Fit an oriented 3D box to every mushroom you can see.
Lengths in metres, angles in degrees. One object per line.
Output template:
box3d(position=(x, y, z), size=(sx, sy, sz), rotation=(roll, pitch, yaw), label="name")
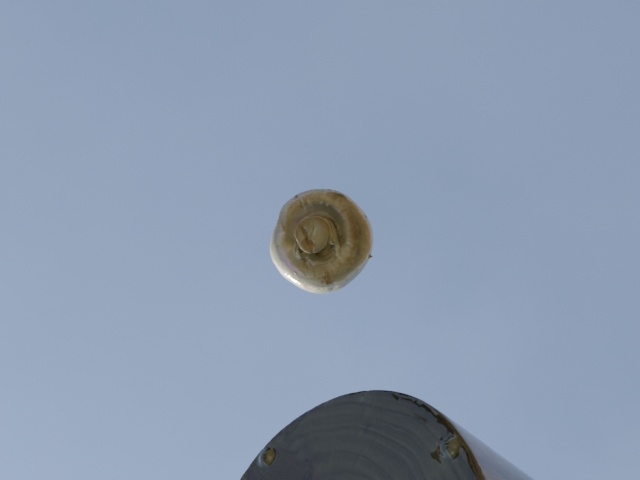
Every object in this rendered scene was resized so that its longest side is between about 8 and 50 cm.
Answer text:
box3d(position=(0.000, 0.000, 0.998), size=(0.067, 0.083, 0.084), rotation=(42, -155, -80), label="mushroom")

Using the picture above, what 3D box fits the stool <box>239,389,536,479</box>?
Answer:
box3d(position=(0.084, 0.216, 0.715), size=(0.264, 0.179, 0.179), rotation=(39, -135, -39), label="stool")
